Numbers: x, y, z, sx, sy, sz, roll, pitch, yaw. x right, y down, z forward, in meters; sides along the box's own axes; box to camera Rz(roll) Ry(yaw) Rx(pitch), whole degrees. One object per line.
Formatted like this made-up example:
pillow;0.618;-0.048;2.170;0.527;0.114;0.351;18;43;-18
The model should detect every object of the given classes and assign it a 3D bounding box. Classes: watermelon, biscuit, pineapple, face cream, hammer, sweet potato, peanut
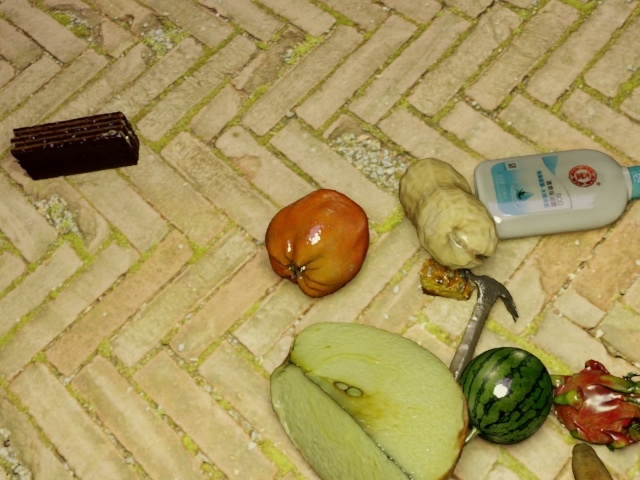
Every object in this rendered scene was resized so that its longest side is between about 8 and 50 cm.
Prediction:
watermelon;0.265;0.247;1.159;0.141;0.140;0.187;32;67;25
biscuit;-0.501;-0.189;1.577;0.252;0.106;0.070;-9;60;6
pineapple;0.211;0.053;1.339;0.114;0.077;0.114;26;49;-14
face cream;0.447;-0.089;1.361;0.337;0.080;0.162;-6;58;7
hammer;0.228;0.192;1.247;0.125;0.027;0.297;29;71;-4
sweet potato;0.433;0.404;1.080;0.075;0.075;0.273;-30;55;-8
peanut;0.214;-0.046;1.321;0.130;0.130;0.290;-16;30;1

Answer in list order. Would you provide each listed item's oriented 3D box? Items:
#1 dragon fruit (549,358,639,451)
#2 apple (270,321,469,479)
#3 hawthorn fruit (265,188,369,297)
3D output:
dragon fruit;0.437;0.242;1.158;0.142;0.175;0.138;17;67;-20
apple;0.076;0.263;1.153;0.346;0.179;0.254;35;92;40
hawthorn fruit;0.000;0.000;1.338;0.189;0.189;0.189;-5;59;8
